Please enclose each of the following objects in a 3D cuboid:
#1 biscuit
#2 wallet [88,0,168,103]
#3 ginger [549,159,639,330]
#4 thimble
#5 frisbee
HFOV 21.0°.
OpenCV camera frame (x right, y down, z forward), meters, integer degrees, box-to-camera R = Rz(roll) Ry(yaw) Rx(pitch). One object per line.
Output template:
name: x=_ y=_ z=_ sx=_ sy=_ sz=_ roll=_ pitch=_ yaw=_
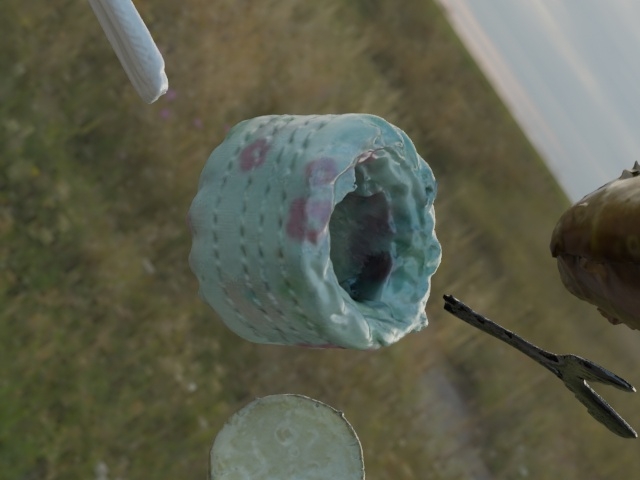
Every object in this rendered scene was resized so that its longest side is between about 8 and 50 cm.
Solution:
biscuit: x=-0.031 y=0.207 z=1.567 sx=0.152 sy=0.152 sz=0.020 roll=58 pitch=-21 yaw=22
wallet: x=-0.197 y=-0.220 z=1.678 sx=0.183 sy=0.032 sz=0.124 roll=61 pitch=-12 yaw=-5
ginger: x=0.384 y=-0.007 z=1.438 sx=0.418 sy=0.254 sz=0.176 roll=4 pitch=-36 yaw=51
thimble: x=0.000 y=0.000 z=1.437 sx=0.185 sy=0.149 sz=0.211 roll=-55 pitch=133 yaw=-35
frisbee: x=0.175 y=0.096 z=1.378 sx=0.187 sy=0.012 sz=0.211 roll=30 pitch=-9 yaw=23
